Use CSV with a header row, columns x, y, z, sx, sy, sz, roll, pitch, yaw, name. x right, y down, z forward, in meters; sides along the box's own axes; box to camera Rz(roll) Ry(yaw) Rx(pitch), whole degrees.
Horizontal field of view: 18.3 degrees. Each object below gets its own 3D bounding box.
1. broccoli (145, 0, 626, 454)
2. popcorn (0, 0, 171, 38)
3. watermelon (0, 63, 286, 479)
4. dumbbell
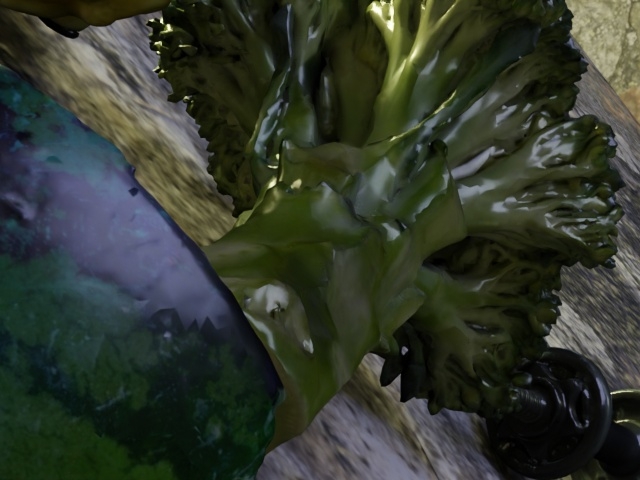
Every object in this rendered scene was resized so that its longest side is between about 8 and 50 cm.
x,y,z,sx,sy,sz,roll,pitch,yaw,name
-0.001,-0.023,0.910,0.361,0.221,0.252,-4,86,-68,broccoli
-0.115,-0.179,0.934,0.218,0.169,0.189,18,8,6,popcorn
-0.113,0.021,0.506,0.231,0.146,0.128,50,15,-3,watermelon
0.161,0.116,1.194,0.254,0.081,0.081,27,27,-52,dumbbell
